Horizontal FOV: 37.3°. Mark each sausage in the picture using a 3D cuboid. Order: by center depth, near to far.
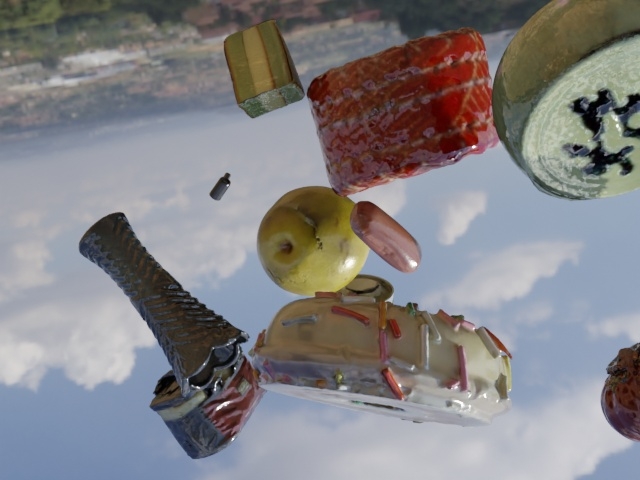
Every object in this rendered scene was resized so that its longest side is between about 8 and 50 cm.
[{"bbox_3d":[0.126,-0.006,1.810,0.077,0.194,0.077,-32,-143,28],"label":"sausage"}]

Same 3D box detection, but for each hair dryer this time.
[{"bbox_3d":[-0.194,-0.117,1.906,0.047,0.026,0.083,-50,-171,29],"label":"hair dryer"}]

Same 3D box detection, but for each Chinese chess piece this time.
[{"bbox_3d":[0.428,-0.214,1.385,0.349,0.349,0.146,-11,-132,-3],"label":"Chinese chess piece"}]

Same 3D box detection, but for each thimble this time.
[{"bbox_3d":[0.148,-0.230,1.718,0.350,0.230,0.350,-17,-176,1],"label":"thimble"}]

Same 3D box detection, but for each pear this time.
[{"bbox_3d":[-0.013,-0.004,2.334,0.285,0.285,0.336,-10,-171,8],"label":"pear"}]

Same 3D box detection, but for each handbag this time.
[{"bbox_3d":[-0.236,0.326,2.046,0.181,0.181,0.254,-26,-164,35],"label":"handbag"}]

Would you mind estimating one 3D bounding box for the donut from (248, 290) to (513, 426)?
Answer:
[{"bbox_3d":[0.087,0.171,1.355,0.382,0.142,0.382,9,167,2],"label":"donut"}]

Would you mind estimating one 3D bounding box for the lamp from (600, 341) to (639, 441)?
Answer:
[{"bbox_3d":[0.675,0.303,1.925,0.227,0.227,0.227,-11,-172,2],"label":"lamp"}]

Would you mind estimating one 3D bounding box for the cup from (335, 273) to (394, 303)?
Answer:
[{"bbox_3d":[0.115,0.230,2.537,0.185,0.226,0.241,-11,-152,-20],"label":"cup"}]

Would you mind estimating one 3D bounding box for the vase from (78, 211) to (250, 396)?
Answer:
[{"bbox_3d":[-0.206,0.072,1.194,0.115,0.237,0.115,-41,166,-13],"label":"vase"}]

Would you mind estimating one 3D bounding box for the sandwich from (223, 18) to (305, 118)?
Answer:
[{"bbox_3d":[-0.113,-0.327,1.713,0.117,0.187,0.144,-21,169,3],"label":"sandwich"}]
